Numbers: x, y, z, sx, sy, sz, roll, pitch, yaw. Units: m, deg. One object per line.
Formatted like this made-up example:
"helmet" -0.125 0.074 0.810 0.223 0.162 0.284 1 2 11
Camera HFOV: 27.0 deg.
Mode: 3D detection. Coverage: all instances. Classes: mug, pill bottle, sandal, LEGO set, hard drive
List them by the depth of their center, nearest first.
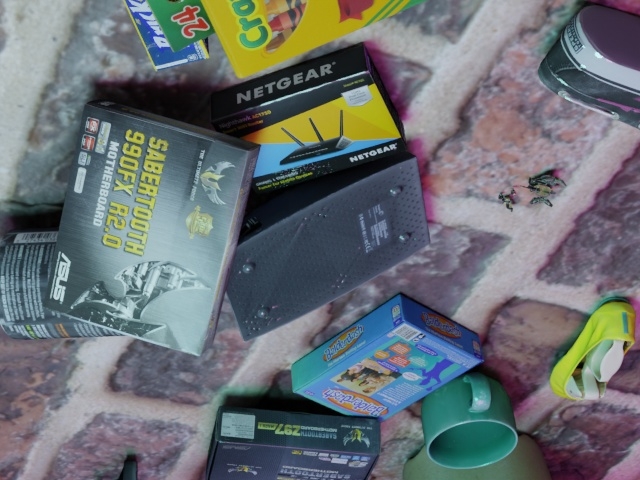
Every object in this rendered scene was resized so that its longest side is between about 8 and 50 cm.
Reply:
"hard drive" 0.000 0.000 1.522 0.255 0.054 0.172 -28 140 -11
"pill bottle" -0.238 0.046 1.528 0.246 0.130 0.130 -2 141 7
"LEGO set" 0.251 -0.061 1.576 0.083 0.023 0.054 -4 140 19
"mug" 0.214 0.240 1.872 0.129 0.097 0.158 23 132 -30
"sandal" -0.322 0.418 2.018 0.054 0.097 0.254 9 139 -18

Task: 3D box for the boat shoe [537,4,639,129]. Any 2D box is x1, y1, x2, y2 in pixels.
"boat shoe" 0.377 -0.146 1.415 0.306 0.113 0.105 14 143 -19

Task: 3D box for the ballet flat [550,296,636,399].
"ballet flat" 0.373 0.172 1.825 0.077 0.077 0.231 3 140 -12

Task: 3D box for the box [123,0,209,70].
"box" -0.158 -0.243 1.270 0.059 0.054 0.169 -13 139 7

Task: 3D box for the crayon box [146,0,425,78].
"crayon box" -0.014 -0.273 1.187 0.319 0.081 0.202 -23 139 3

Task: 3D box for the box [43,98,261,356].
"box" -0.179 -0.014 1.405 0.183 0.056 0.231 17 104 9

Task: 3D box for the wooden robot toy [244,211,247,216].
"wooden robot toy" -0.084 -0.003 1.579 0.079 0.076 0.173 21 172 39

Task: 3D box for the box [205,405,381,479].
"box" -0.043 0.304 1.910 0.233 0.059 0.183 7 151 -7

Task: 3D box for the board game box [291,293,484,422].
"board game box" 0.089 0.167 1.805 0.160 0.047 0.210 29 129 -36

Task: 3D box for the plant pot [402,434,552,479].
"plant pot" 0.247 0.462 1.983 0.334 0.305 0.334 -4 140 -3

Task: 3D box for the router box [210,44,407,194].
"router box" -0.012 -0.127 1.436 0.179 0.046 0.133 -17 140 13
